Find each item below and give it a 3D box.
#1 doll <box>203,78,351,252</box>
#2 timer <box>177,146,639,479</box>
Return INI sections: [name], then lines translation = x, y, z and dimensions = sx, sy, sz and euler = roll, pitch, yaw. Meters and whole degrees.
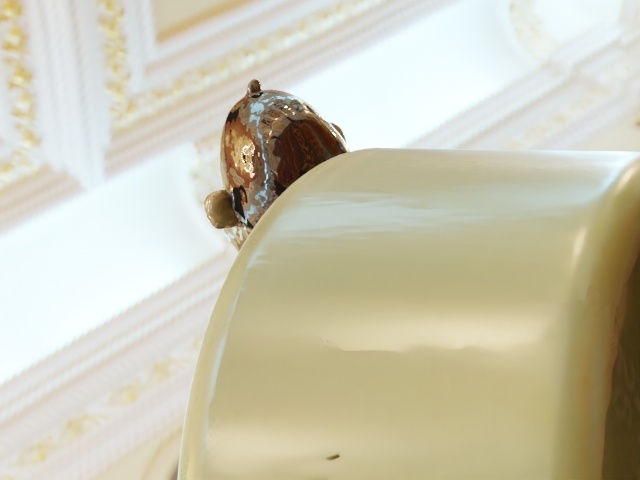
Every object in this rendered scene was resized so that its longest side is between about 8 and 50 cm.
[doll]
translation = 0.000, 0.000, 0.831
dimensions = 0.102, 0.089, 0.179
euler = -31, -74, -28
[timer]
translation = 0.160, 0.095, 0.514
dimensions = 0.291, 0.315, 0.290
euler = 20, -114, -57
